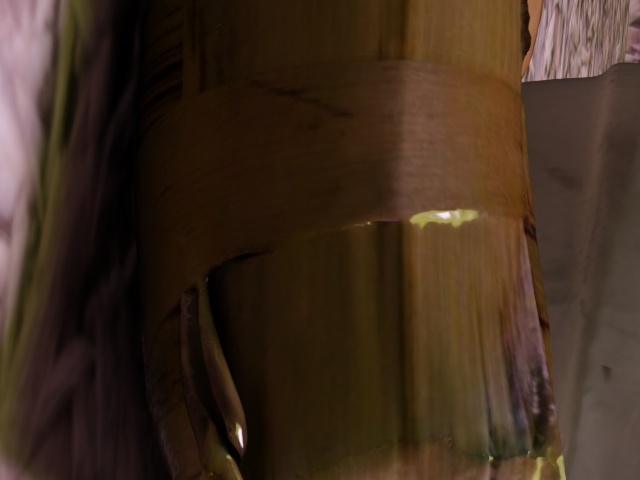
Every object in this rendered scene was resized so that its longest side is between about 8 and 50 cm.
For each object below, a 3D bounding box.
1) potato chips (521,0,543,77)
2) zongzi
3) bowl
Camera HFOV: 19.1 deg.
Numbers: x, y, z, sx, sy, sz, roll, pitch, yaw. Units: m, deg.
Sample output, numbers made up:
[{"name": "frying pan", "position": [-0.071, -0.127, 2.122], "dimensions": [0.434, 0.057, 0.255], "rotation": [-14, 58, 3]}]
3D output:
[{"name": "potato chips", "position": [0.055, -0.119, 0.730], "dimensions": [0.208, 0.062, 0.195], "rotation": [-87, -177, -72]}, {"name": "zongzi", "position": [0.000, 0.000, 0.645], "dimensions": [0.289, 0.123, 0.260], "rotation": [103, -15, -73]}, {"name": "bowl", "position": [0.079, 0.066, 0.815], "dimensions": [0.307, 0.163, 0.307], "rotation": [9, 90, -83]}]
